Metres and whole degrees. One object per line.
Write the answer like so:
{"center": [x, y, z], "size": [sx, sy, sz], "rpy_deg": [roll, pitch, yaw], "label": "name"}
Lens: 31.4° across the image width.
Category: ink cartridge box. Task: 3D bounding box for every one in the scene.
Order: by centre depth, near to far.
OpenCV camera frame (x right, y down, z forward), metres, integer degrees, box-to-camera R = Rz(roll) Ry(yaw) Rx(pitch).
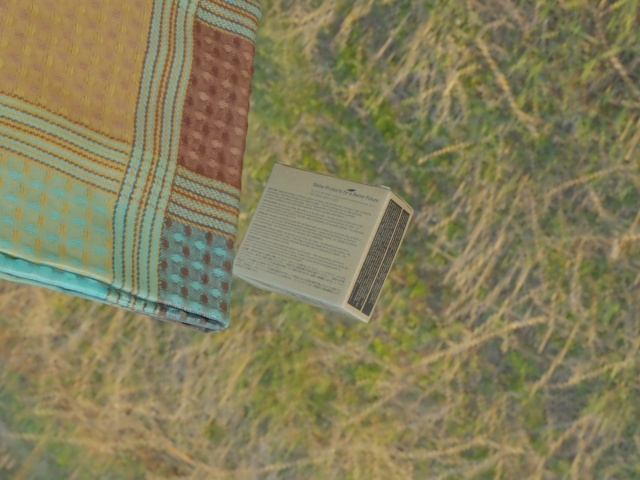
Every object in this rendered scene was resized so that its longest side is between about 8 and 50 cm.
{"center": [0.000, 0.000, 1.735], "size": [0.235, 0.193, 0.088], "rpy_deg": [16, 168, 39], "label": "ink cartridge box"}

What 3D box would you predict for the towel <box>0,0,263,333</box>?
{"center": [-0.193, -0.111, 0.679], "size": [0.370, 0.271, 0.040], "rpy_deg": [20, 154, -36], "label": "towel"}
